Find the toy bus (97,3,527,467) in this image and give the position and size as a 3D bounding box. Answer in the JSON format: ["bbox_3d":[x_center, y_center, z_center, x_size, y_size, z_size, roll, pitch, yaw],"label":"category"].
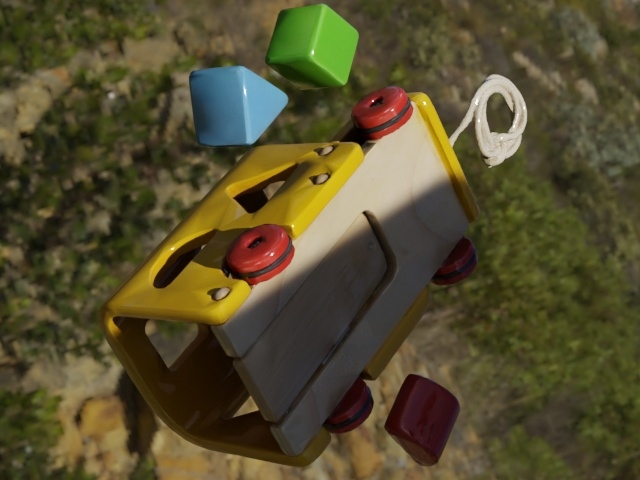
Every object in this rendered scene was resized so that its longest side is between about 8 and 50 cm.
[{"bbox_3d":[-0.008,0.003,0.590,0.202,0.104,0.191,10,84,-49],"label":"toy bus"}]
